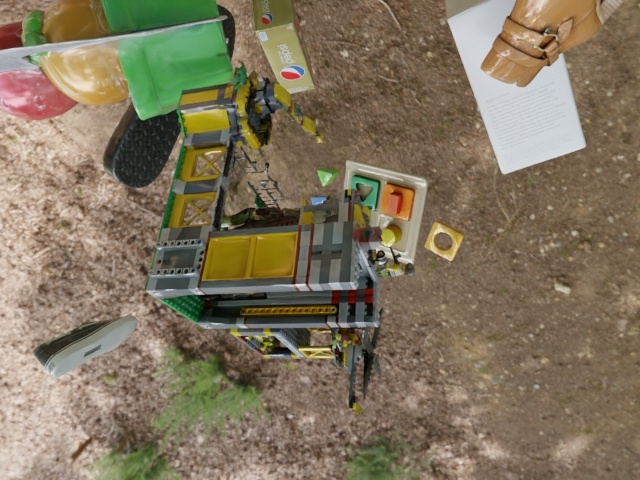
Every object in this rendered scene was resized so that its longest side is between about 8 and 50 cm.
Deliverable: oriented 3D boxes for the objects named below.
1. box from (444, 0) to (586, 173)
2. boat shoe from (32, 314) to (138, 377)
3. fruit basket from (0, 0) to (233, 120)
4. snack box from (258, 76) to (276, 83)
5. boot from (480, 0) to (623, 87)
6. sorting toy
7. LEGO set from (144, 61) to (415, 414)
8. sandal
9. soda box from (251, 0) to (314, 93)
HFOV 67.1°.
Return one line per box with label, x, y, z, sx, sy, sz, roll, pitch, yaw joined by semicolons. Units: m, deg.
box;0.392;-0.351;0.982;0.168;0.215;0.345;-18;121;24
boat shoe;-0.466;0.193;0.976;0.070;0.219;0.078;36;112;12
fruit basket;-0.281;-0.219;0.552;0.353;0.327;0.165;-7;108;-7
snack box;-0.138;-0.236;0.868;0.141;0.100;0.037;-28;96;16
boot;0.312;-0.349;0.714;0.283;0.109;0.220;1;145;-41
sorting toy;0.116;-0.053;0.977;0.347;0.047;0.196;19;120;29
LEGO set;0.000;0.000;0.476;0.192;0.255;0.331;-3;143;16
sandal;-0.342;-0.330;1.045;0.446;0.107;0.167;-59;150;-4
soda box;-0.055;-0.308;0.770;0.058;0.061;0.181;-9;166;7
